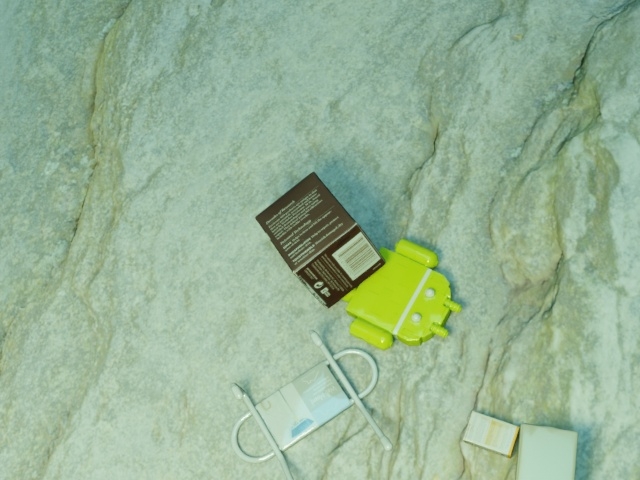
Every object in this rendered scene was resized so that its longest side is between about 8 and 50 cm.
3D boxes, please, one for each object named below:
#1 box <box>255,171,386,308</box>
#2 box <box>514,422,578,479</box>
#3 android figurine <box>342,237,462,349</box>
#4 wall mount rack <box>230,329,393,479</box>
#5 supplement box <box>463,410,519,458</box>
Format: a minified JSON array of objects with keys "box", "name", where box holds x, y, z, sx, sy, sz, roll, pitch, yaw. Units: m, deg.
[{"box":[0.000,0.000,1.892,0.167,0.168,0.203,-39,47,1],"name":"box"},{"box":[0.419,0.495,1.670,0.113,0.094,0.275,7,68,14],"name":"box"},{"box":[0.168,0.121,1.905,0.273,0.056,0.248,27,74,22],"name":"android figurine"},{"box":[-0.018,0.365,1.793,0.350,0.130,0.304,-34,65,-3],"name":"wall mount rack"},{"box":[0.341,0.388,1.763,0.099,0.036,0.062,17,72,17],"name":"supplement box"}]
